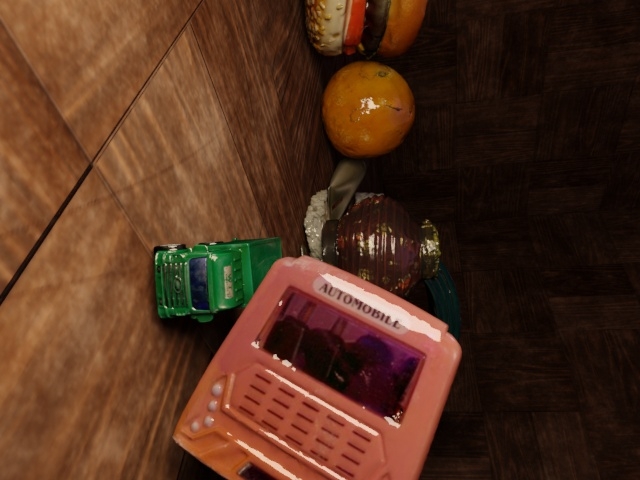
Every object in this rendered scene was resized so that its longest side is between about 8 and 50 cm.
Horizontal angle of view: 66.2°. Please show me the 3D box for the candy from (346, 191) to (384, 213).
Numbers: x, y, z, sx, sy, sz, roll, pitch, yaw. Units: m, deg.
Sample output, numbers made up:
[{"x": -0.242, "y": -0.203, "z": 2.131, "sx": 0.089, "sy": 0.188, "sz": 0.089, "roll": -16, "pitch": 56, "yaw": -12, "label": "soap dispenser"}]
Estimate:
[{"x": 0.154, "y": -0.008, "z": 1.507, "sx": 0.214, "sy": 0.157, "sz": 0.290, "roll": 78, "pitch": 13, "yaw": -75, "label": "candy"}]

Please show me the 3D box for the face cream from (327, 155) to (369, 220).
[{"x": 0.061, "y": -0.147, "z": 1.317, "sx": 0.341, "sy": 0.084, "sz": 0.138, "roll": -63, "pitch": 158, "yaw": -56, "label": "face cream"}]

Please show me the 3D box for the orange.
[{"x": 0.120, "y": -0.332, "z": 1.249, "sx": 0.246, "sy": 0.245, "sz": 0.247, "roll": -4, "pitch": 90, "yaw": -79, "label": "orange"}]

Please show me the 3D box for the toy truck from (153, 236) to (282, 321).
[{"x": -0.093, "y": 0.032, "z": 0.461, "sx": 0.147, "sy": 0.079, "sz": 0.065, "roll": -13, "pitch": 99, "yaw": -76, "label": "toy truck"}]

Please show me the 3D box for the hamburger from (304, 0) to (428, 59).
[{"x": 0.088, "y": -0.563, "z": 1.070, "sx": 0.330, "sy": 0.249, "sz": 0.331, "roll": 179, "pitch": -90, "yaw": -83, "label": "hamburger"}]

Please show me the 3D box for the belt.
[{"x": 0.219, "y": 0.192, "z": 1.347, "sx": 0.173, "sy": 0.299, "sz": 0.437, "roll": -96, "pitch": 180, "yaw": -77, "label": "belt"}]

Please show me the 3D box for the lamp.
[{"x": 0.121, "y": 0.027, "z": 0.971, "sx": 0.247, "sy": 0.246, "sz": 0.247, "roll": -4, "pitch": 90, "yaw": -79, "label": "lamp"}]

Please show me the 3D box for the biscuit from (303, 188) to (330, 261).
[{"x": 0.000, "y": 0.000, "z": 1.035, "sx": 0.188, "sy": 0.040, "sz": 0.266, "roll": 68, "pitch": 21, "yaw": -63, "label": "biscuit"}]

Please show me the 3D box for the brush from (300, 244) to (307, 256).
[{"x": -0.026, "y": 0.104, "z": 0.912, "sx": 0.034, "sy": 0.027, "sz": 0.191, "roll": 54, "pitch": 27, "yaw": -76, "label": "brush"}]

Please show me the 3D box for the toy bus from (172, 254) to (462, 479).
[{"x": 0.035, "y": 0.165, "z": 0.562, "sx": 0.233, "sy": 0.203, "sz": 0.427, "roll": -63, "pitch": 164, "yaw": -6, "label": "toy bus"}]
